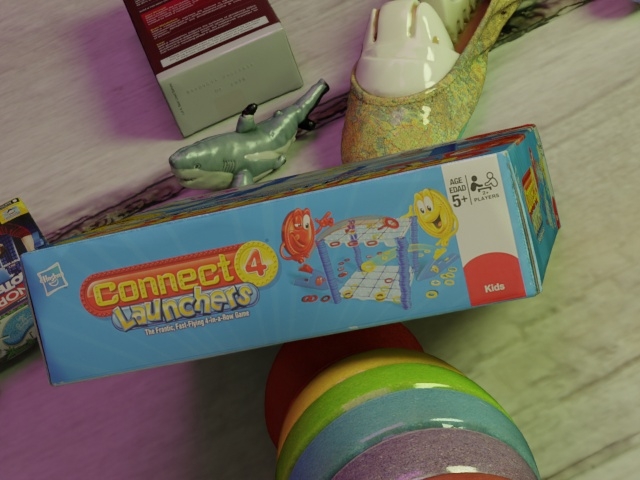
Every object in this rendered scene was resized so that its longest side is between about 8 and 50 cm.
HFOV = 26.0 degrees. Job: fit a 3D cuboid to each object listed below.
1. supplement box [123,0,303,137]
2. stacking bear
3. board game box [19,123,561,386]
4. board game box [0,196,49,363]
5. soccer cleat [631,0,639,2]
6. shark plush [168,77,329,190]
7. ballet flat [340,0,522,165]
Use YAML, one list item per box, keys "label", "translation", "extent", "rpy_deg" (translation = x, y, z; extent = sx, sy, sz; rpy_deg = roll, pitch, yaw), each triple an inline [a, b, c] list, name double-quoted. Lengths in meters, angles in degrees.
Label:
- label: "supplement box"
  translation: [-0.116, -0.212, 1.378]
  extent: [0.130, 0.073, 0.239]
  rpy_deg: [-23, 40, -2]
- label: "stacking bear"
  translation: [0.039, 0.139, 0.843]
  extent: [0.164, 0.175, 0.289]
  rpy_deg: [-61, 23, 15]
- label: "board game box"
  translation: [0.000, 0.000, 0.950]
  extent: [0.308, 0.086, 0.302]
  rpy_deg: [-12, 5, 13]
- label: "board game box"
  translation: [-0.296, 0.075, 1.148]
  extent: [0.194, 0.060, 0.194]
  rpy_deg: [-30, 41, -10]
- label: "soccer cleat"
  translation: [0.361, -0.291, 1.243]
  extent: [0.095, 0.083, 0.248]
  rpy_deg: [27, 57, 38]
- label: "shark plush"
  translation: [-0.054, -0.088, 1.212]
  extent: [0.161, 0.067, 0.073]
  rpy_deg: [-28, 39, -7]
- label: "ballet flat"
  translation: [0.098, -0.188, 1.218]
  extent: [0.123, 0.123, 0.348]
  rpy_deg: [6, 47, 31]
